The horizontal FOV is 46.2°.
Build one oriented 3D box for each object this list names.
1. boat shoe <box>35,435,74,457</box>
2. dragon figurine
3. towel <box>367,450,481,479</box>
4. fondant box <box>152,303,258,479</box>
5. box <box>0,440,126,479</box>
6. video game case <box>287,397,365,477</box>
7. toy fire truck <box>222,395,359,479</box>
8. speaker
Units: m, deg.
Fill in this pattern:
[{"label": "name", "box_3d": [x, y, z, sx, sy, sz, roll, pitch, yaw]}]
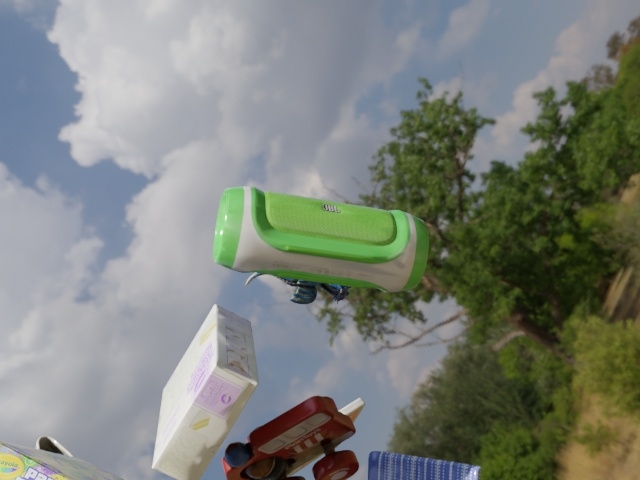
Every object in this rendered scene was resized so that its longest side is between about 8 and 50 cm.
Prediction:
[{"label": "boat shoe", "box_3d": [-0.583, 0.531, 1.704, 0.096, 0.267, 0.088, -5, -71, -35]}, {"label": "dragon figurine", "box_3d": [-0.048, 0.116, 2.058, 0.289, 0.144, 0.085, -3, -47, -32]}, {"label": "towel", "box_3d": [0.219, 0.598, 1.644, 0.040, 0.336, 0.243, 11, -103, -38]}, {"label": "fondant box", "box_3d": [-0.230, 0.296, 1.512, 0.238, 0.096, 0.330, -58, 15, 8]}, {"label": "box", "box_3d": [-0.350, 0.449, 1.122, 0.279, 0.289, 0.177, 71, -138, -67]}, {"label": "video game case", "box_3d": [-0.022, 0.517, 1.891, 0.285, 0.025, 0.204, -23, -30, -38]}, {"label": "toy fire truck", "box_3d": [-0.078, 0.434, 1.582, 0.302, 0.169, 0.254, -30, -36, 10]}, {"label": "speaker", "box_3d": [0.000, 0.000, 1.090, 0.131, 0.296, 0.131, -172, 90, -76]}]
